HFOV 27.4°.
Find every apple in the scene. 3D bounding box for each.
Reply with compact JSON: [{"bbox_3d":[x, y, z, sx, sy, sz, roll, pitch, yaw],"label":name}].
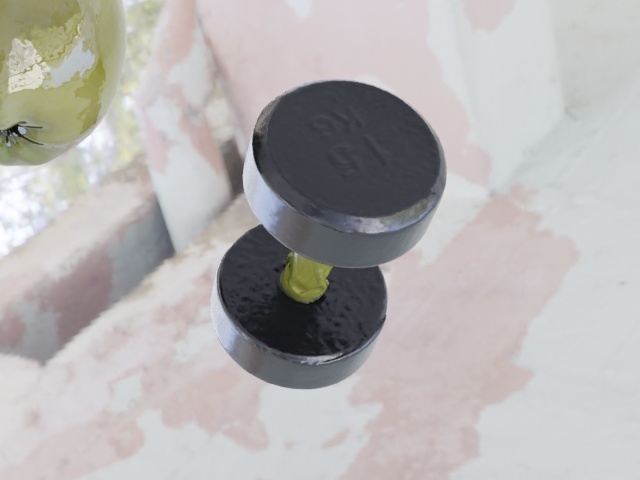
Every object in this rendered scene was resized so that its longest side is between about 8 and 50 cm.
[{"bbox_3d":[-0.326,-0.199,1.330,0.262,0.262,0.262,-11,-150,7],"label":"apple"}]

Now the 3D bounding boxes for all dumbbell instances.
[{"bbox_3d":[0.000,0.000,1.418,0.204,0.322,0.203,7,-127,-9],"label":"dumbbell"}]
